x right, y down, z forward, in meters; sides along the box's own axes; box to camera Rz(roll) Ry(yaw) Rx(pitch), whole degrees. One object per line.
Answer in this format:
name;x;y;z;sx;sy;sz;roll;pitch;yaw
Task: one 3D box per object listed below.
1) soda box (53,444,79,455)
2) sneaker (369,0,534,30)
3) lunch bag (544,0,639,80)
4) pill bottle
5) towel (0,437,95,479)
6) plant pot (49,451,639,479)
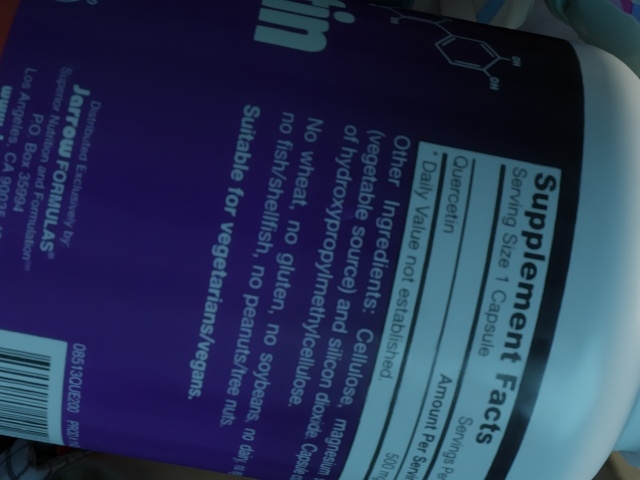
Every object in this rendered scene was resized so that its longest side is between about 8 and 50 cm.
soda box;-0.029;0.018;0.717;0.263;0.083;0.092;-17;146;-21
sneaker;0.040;-0.094;0.615;0.092;0.087;0.228;-7;144;-36
lunch bag;0.217;-0.171;0.573;0.279;0.108;0.224;-55;161;20
pill bottle;0.000;0.000;0.502;0.323;0.181;0.181;10;140;-4
towel;-0.144;0.244;0.911;0.235;0.121;0.284;-43;147;18
plant pot;0.003;0.206;0.712;0.280;0.323;0.323;3;136;-35
